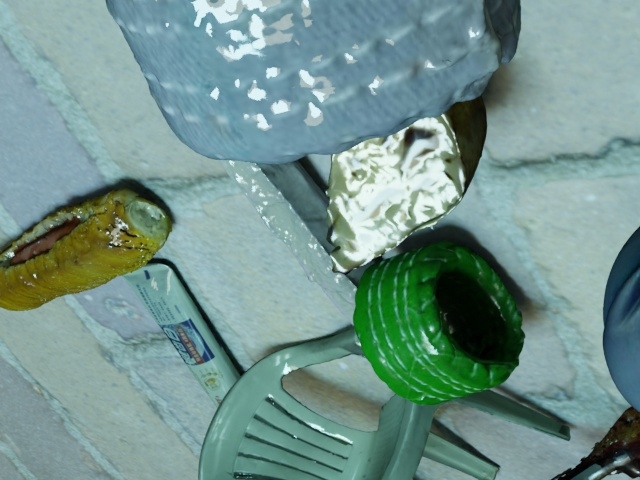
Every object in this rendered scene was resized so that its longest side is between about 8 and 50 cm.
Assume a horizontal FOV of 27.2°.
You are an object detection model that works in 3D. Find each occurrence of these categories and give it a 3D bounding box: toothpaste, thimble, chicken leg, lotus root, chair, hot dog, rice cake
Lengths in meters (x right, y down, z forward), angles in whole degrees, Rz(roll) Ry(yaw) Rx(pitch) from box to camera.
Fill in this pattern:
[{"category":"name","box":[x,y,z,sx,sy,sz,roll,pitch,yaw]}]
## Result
[{"category":"toothpaste","box":[-0.121,0.107,1.319,0.060,0.038,0.233,-5,130,33]},{"category":"thimble","box":[-0.010,-0.159,0.765,0.236,0.205,0.172,6,137,30]},{"category":"chicken leg","box":[0.268,0.169,1.064,0.253,0.106,0.051,-31,107,35]},{"category":"lotus root","box":[0.065,-0.067,0.898,0.095,0.135,0.159,17,129,15]},{"category":"thimble","box":[0.096,0.067,1.054,0.130,0.118,0.090,20,150,-37]},{"category":"chair","box":[0.044,0.210,1.196,0.275,0.203,0.190,29,156,-9]},{"category":"hot dog","box":[-0.244,0.019,1.266,0.083,0.068,0.289,38,143,-25]},{"category":"rice cake","box":[0.001,0.000,1.087,0.049,0.055,0.270,-11,130,41]}]

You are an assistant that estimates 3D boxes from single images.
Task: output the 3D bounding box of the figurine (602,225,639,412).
[{"category":"figurine","box":[0.292,0.027,0.805,0.265,0.197,0.175,-34,111,33]}]
